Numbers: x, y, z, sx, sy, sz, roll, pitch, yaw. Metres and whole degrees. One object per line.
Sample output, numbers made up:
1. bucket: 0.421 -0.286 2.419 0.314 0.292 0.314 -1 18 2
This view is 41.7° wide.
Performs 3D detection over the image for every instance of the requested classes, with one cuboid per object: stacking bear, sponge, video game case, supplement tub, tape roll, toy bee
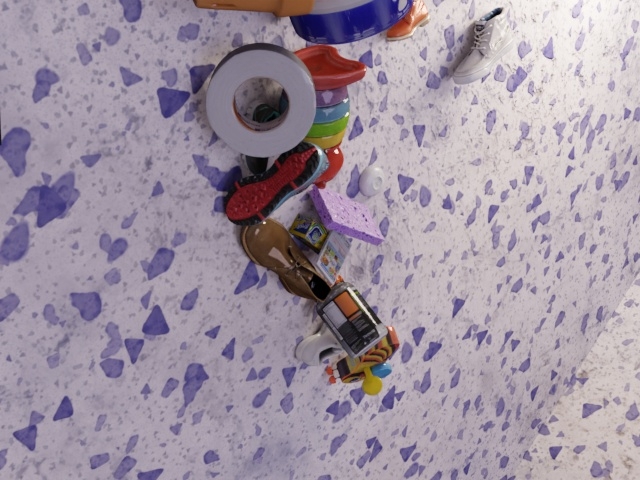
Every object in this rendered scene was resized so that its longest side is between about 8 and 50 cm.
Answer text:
1. stacking bear: -0.007 -0.256 1.850 0.164 0.175 0.289 -21 130 -27
2. sponge: 0.064 -0.060 2.038 0.031 0.117 0.210 -40 145 24
3. video game case: 0.031 0.033 2.011 0.087 0.011 0.122 54 51 -41
4. supplement tub: 0.068 0.186 2.082 0.117 0.190 0.117 -35 168 -9
5. tape roll: -0.118 -0.280 1.684 0.219 0.072 0.219 -1 114 -3
6. toy bee: 0.105 0.337 2.223 0.162 0.195 0.298 -10 128 -17

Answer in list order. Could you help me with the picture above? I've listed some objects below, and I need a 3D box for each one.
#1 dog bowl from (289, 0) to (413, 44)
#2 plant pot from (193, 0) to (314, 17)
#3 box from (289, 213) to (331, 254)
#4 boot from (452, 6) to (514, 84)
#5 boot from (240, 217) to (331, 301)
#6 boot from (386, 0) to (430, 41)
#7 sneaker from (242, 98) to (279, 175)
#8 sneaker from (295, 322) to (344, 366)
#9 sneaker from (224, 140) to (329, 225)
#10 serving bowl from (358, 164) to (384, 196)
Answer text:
1. dog bowl: 0.055 -0.514 1.711 0.265 0.265 0.104 -44 137 -24
2. plant pot: -0.143 -0.533 1.494 0.204 0.291 0.290 -13 120 -10
3. box: 0.000 0.000 2.035 0.169 0.059 0.054 37 77 -48
4. boot: 0.423 -0.523 2.237 0.258 0.095 0.123 -45 129 -34
5. boot: -0.071 0.044 1.942 0.112 0.115 0.305 -54 136 -12
6. boot: 0.202 -0.535 2.017 0.158 0.059 0.084 -46 132 -34
7. sneaker: -0.123 -0.214 1.800 0.065 0.076 0.166 -16 118 -40
8. sneaker: 0.038 0.249 2.160 0.212 0.094 0.080 -44 132 -24
9. sneaker: -0.085 -0.110 1.804 0.262 0.104 0.125 -31 169 21
10. serving bowl: 0.136 -0.149 2.136 0.083 0.027 0.083 -21 121 -40
